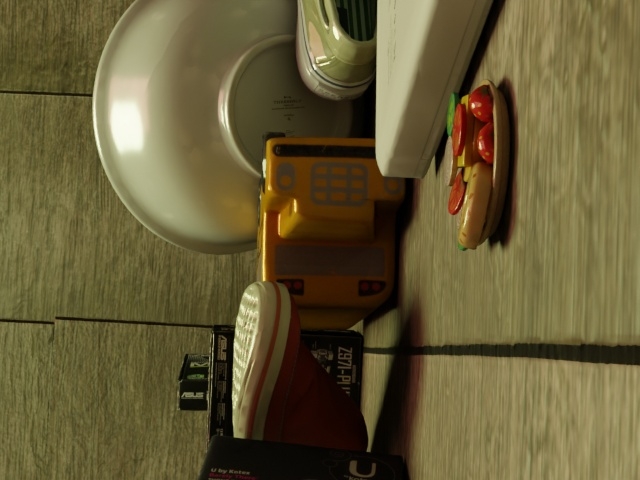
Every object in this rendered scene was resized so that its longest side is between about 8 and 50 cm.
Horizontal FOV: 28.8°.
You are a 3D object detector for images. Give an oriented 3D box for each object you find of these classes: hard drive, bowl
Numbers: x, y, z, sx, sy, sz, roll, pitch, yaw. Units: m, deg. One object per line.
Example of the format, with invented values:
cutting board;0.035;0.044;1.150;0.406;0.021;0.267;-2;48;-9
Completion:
hard drive;0.066;-0.189;0.688;0.307;0.040;0.203;103;170;-68
bowl;-0.062;-0.128;1.223;0.134;0.298;0.298;8;96;57

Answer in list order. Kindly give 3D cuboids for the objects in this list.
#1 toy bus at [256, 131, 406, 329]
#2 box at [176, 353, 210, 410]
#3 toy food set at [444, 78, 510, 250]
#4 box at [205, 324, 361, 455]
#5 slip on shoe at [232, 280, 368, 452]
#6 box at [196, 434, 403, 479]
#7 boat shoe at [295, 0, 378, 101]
toy bus;0.000;0.000;1.049;0.332;0.108;0.130;117;155;-81
box;-0.081;0.177;1.565;0.184;0.191;0.045;-110;21;-83
toy food set;0.074;-0.036;0.601;0.082;0.020;0.083;-155;68;-86
box;-0.039;0.176;1.222;0.077;0.147;0.180;-172;84;-86
slip on shoe;-0.014;0.140;0.980;0.331;0.101;0.123;83;-174;-52
box;-0.025;0.260;0.777;0.270;0.143;0.165;-76;-9;-70
boat shoe;0.022;-0.277;1.167;0.094;0.109;0.302;131;136;-58
